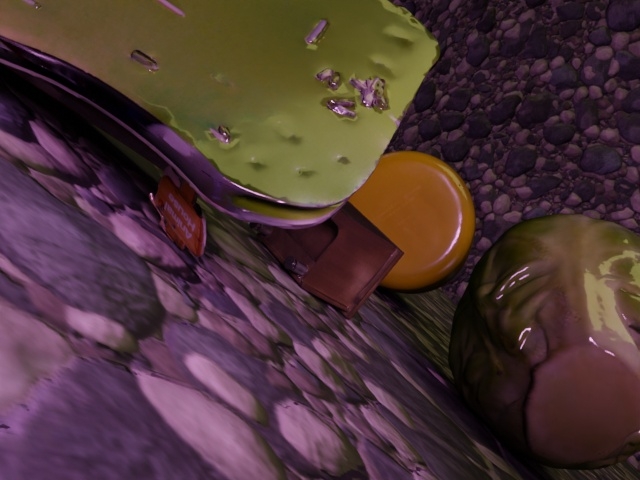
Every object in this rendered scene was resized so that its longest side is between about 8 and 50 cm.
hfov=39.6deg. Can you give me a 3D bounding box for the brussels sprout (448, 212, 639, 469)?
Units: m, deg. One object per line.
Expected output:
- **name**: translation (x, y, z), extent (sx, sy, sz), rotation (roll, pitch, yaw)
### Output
- **brussels sprout**: translation (0.221, 0.090, 0.793), extent (0.244, 0.244, 0.244), rotation (41, 4, -4)

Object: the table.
- **table**: translation (0.000, 0.000, 0.703), extent (0.082, 0.070, 0.083), rotation (32, 11, -44)

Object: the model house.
- **model house**: translation (-0.110, -0.099, 0.513), extent (0.294, 0.154, 0.207), rotation (33, 48, -3)

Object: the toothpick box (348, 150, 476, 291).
- **toothpick box**: translation (0.123, -0.011, 1.206), extent (0.175, 0.175, 0.271), rotation (42, 1, 12)
